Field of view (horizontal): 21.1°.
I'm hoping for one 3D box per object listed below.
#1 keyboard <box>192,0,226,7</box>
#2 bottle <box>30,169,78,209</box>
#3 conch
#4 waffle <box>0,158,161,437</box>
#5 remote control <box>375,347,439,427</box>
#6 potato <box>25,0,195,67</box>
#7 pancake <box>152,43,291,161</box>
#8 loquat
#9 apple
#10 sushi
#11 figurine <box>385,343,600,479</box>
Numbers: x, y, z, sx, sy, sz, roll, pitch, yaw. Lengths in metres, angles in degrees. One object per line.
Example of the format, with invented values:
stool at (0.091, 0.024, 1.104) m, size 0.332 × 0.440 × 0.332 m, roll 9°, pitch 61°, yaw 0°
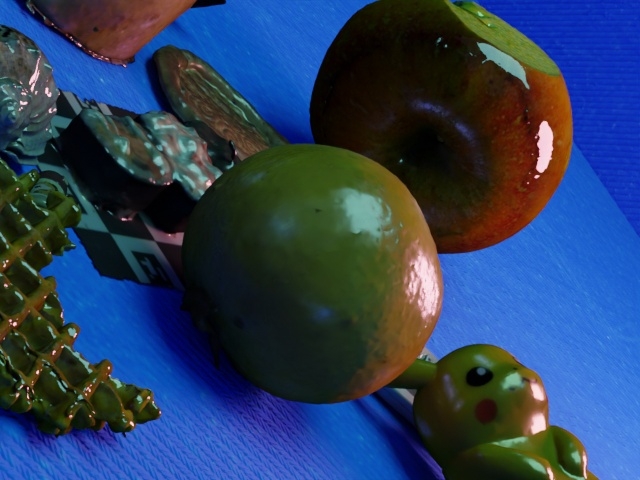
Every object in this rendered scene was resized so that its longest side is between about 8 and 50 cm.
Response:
keyboard at (-0.215, -0.431, 2.225) m, size 0.381 × 0.103 × 0.041 m, roll 70°, pitch 20°, yaw -48°
bottle at (-0.266, -0.038, 1.637) m, size 0.063 × 0.047 × 0.101 m, roll 33°, pitch 21°, yaw -13°
conch at (-0.325, -0.144, 1.677) m, size 0.207 × 0.130 × 0.155 m, roll 37°, pitch -33°, yaw 53°
waffle at (-0.270, 0.043, 1.442) m, size 0.260 × 0.069 × 0.293 m, roll 21°, pitch 35°, yaw -50°
remote control at (0.111, 0.172, 2.054) m, size 0.230 × 0.049 × 0.090 m, roll 44°, pitch 47°, yaw -16°
potato at (-0.228, -0.392, 2.057) m, size 0.301 × 0.237 × 0.289 m, roll 61°, pitch 22°, yaw 1°
pancake at (-0.121, -0.157, 2.206) m, size 0.250 × 0.031 × 0.250 m, roll 40°, pitch 17°, yaw -15°
loquat at (-0.017, 0.031, 1.739) m, size 0.275 × 0.275 × 0.275 m, roll 42°, pitch 19°, yaw -19°
apple at (0.175, -0.176, 2.418) m, size 0.384 × 0.374 × 0.374 m, roll 62°, pitch 16°, yaw -12°
sushi at (-0.162, -0.084, 1.878) m, size 0.373 × 0.100 × 0.296 m, roll 15°, pitch 37°, yaw -59°
figurine at (0.207, 0.237, 1.953) m, size 0.218 × 0.169 × 0.327 m, roll -6°, pitch 66°, yaw -45°
